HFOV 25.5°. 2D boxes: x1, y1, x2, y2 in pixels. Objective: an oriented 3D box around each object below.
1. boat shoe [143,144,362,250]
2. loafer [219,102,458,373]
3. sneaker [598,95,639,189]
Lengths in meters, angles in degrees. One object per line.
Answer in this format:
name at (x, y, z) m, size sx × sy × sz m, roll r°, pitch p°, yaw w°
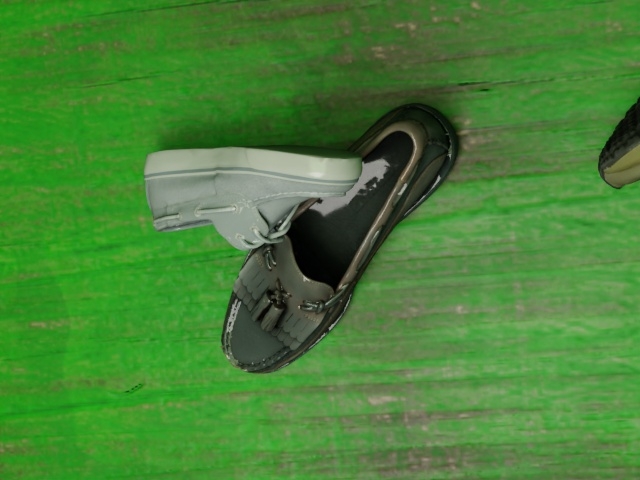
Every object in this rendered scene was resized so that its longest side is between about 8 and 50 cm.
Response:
boat shoe at (-0.054, -0.033, 1.099) m, size 0.228 × 0.079 × 0.081 m, roll 1°, pitch 94°, yaw 46°
loafer at (0.000, 0.000, 1.115) m, size 0.096 × 0.084 × 0.267 m, roll 41°, pitch 105°, yaw 9°
sneaker at (0.396, -0.085, 0.970) m, size 0.410 × 0.158 × 0.182 m, roll -19°, pitch 103°, yaw 21°
